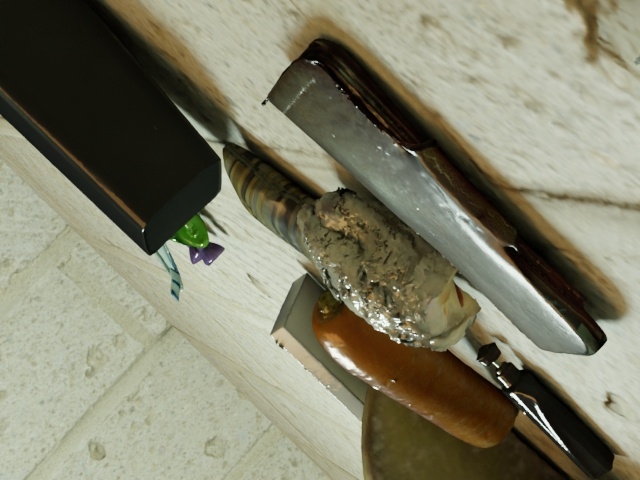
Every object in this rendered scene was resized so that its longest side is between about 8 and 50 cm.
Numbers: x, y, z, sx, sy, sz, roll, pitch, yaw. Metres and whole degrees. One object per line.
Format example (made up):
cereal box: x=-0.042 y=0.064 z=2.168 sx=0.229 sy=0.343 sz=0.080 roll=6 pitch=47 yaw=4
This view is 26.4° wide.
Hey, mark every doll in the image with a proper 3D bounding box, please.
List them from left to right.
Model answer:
doll: x=-0.172 y=-0.021 z=1.665 sx=0.115 sy=0.050 sz=0.190 roll=53 pitch=172 yaw=-9

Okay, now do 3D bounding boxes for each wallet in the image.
wallet: x=0.073 y=-0.020 z=0.846 sx=0.255 sy=0.031 sz=0.137 roll=43 pitch=169 yaw=-5

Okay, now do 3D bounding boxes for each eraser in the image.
eraser: x=0.018 y=0.115 z=1.410 sx=0.150 sy=0.023 sz=0.104 roll=45 pitch=-149 yaw=-14

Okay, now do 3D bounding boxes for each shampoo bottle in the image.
shampoo bottle: x=0.176 y=0.133 z=1.075 sx=0.137 sy=0.027 sz=0.048 roll=45 pitch=169 yaw=-9

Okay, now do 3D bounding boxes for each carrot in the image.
carrot: x=0.075 y=0.103 z=1.118 sx=0.225 sy=0.067 sz=0.067 roll=35 pitch=175 yaw=-34

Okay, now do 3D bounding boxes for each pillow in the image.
pillow: x=0.000 y=0.000 z=1.156 sx=0.203 sy=0.038 sz=0.113 roll=37 pitch=166 yaw=23

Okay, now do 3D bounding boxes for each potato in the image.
potato: x=0.105 y=0.253 z=1.352 sx=0.264 sy=0.189 sz=0.211 roll=43 pitch=169 yaw=1

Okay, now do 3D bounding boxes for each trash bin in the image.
trash bin: x=-0.194 y=-0.108 z=1.191 sx=0.225 sy=0.115 sz=0.165 roll=45 pitch=169 yaw=4

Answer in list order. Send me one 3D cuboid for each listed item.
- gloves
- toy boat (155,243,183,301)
gloves: x=0.040 y=0.018 z=1.000 sx=0.153 sy=0.070 sz=0.114 roll=38 pitch=168 yaw=34
toy boat: x=-0.254 y=-0.062 z=1.614 sx=0.291 sy=0.070 sz=0.210 roll=61 pitch=166 yaw=-24
